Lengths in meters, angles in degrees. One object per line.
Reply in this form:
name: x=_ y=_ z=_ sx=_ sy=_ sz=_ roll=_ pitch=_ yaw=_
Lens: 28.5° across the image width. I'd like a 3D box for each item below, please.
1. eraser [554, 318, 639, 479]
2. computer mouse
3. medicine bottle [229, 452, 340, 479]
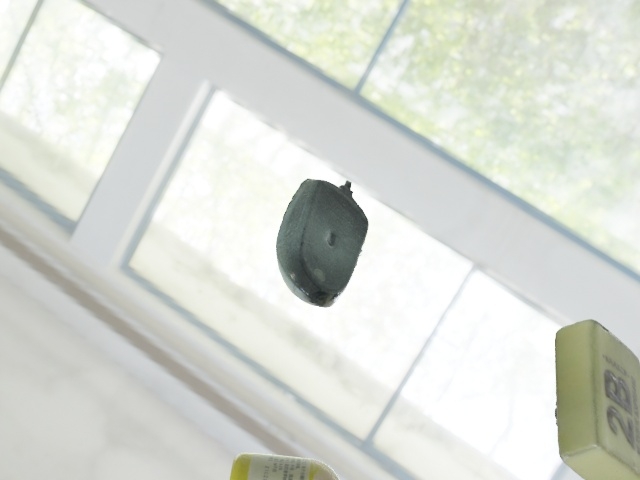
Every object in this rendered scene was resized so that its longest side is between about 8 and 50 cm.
eraser: x=0.313 y=0.185 z=1.398 sx=0.117 sy=0.058 sz=0.172 roll=37 pitch=-138 yaw=-32
computer mouse: x=-0.004 y=0.004 z=1.609 sx=0.113 sy=0.068 sz=0.229 roll=41 pitch=-142 yaw=-18
medicine bottle: x=-0.014 y=0.348 z=1.660 sx=0.212 sy=0.122 sz=0.122 roll=5 pitch=-164 yaw=2
